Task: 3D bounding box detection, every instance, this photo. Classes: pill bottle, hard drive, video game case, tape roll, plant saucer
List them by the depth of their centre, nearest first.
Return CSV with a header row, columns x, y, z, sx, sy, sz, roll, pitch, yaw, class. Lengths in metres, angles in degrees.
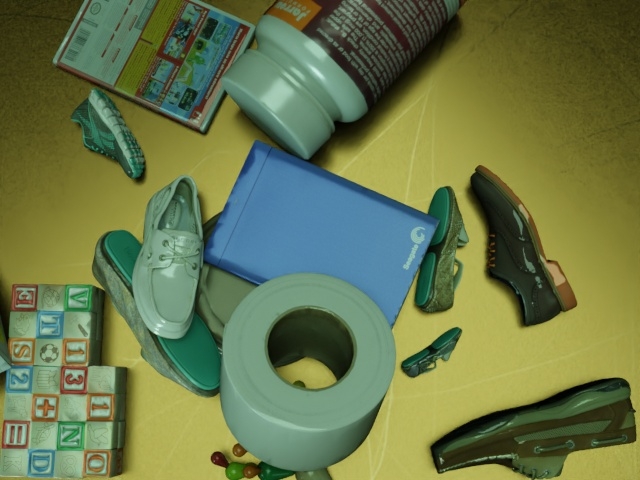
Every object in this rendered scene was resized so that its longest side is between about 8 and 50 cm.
x,y,z,sx,sy,sz,roll,pitch,yaw,class
-0.022,0.191,1.501,0.246,0.169,0.246,4,59,-6,tape roll
0.000,0.000,1.632,0.319,0.040,0.210,24,86,5,hard drive
0.040,-0.333,1.640,0.224,0.224,0.392,41,83,7,pill bottle
-0.094,0.067,1.671,0.278,0.041,0.277,0,81,2,plant saucer
-0.279,-0.328,1.746,0.285,0.025,0.204,25,82,5,video game case

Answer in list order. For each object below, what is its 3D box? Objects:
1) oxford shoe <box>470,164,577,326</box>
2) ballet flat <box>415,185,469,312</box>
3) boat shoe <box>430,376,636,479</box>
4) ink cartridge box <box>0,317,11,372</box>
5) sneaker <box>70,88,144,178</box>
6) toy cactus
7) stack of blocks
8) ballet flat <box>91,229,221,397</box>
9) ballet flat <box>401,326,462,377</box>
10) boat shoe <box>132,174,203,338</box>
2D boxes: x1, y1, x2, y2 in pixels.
x,y,z,sx,sy,sz,roll,pitch,yaw,class
0.299,0.008,1.646,0.098,0.097,0.271,-30,81,2,oxford shoe
0.201,0.017,1.668,0.067,0.073,0.206,15,83,-24,ballet flat
0.334,0.307,1.582,0.324,0.122,0.119,-18,84,-1,boat shoe
-0.661,0.135,1.633,0.304,0.072,0.307,-25,48,-2,ink cartridge box
-0.352,-0.165,1.712,0.076,0.065,0.166,-34,78,12,sneaker
-0.042,0.328,1.609,0.219,0.112,0.180,-36,101,-7,toy cactus
-0.397,0.219,1.627,0.171,0.087,0.297,0,81,1,stack of blocks
-0.260,0.127,1.635,0.108,0.106,0.316,-18,69,-44,ballet flat
0.182,0.182,1.650,0.114,0.041,0.041,-33,82,-4,ballet flat
-0.227,0.016,1.595,0.098,0.096,0.277,14,51,-27,boat shoe
